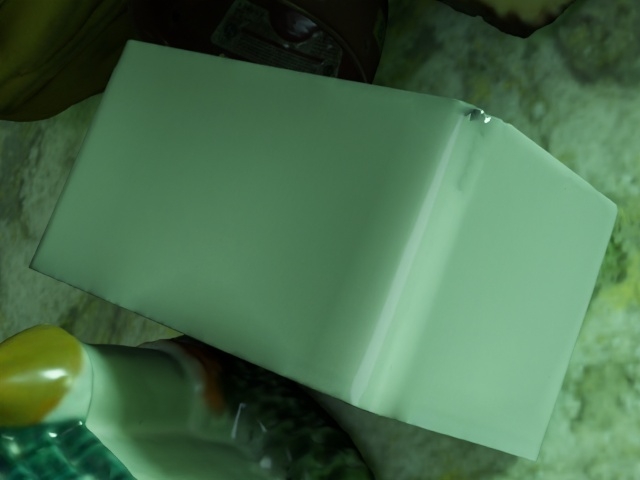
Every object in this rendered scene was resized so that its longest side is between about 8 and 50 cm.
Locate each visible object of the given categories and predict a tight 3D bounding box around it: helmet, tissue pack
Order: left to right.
[{"bbox_3d":[-0.023,-0.145,0.658,0.155,0.175,0.106,22,78,15],"label":"helmet"},{"bbox_3d":[-0.001,-0.001,0.591,0.246,0.159,0.135,17,84,41],"label":"tissue pack"}]

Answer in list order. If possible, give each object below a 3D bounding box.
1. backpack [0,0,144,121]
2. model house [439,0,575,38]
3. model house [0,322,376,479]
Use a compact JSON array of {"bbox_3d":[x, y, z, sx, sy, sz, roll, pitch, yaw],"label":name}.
[{"bbox_3d":[-0.168,-0.265,0.773,0.378,0.201,0.353,-35,55,33],"label":"backpack"},{"bbox_3d":[0.092,-0.237,0.610,0.183,0.167,0.172,-54,34,30],"label":"model house"},{"bbox_3d":[-0.152,0.168,0.572,0.190,0.301,0.271,40,101,32],"label":"model house"}]
